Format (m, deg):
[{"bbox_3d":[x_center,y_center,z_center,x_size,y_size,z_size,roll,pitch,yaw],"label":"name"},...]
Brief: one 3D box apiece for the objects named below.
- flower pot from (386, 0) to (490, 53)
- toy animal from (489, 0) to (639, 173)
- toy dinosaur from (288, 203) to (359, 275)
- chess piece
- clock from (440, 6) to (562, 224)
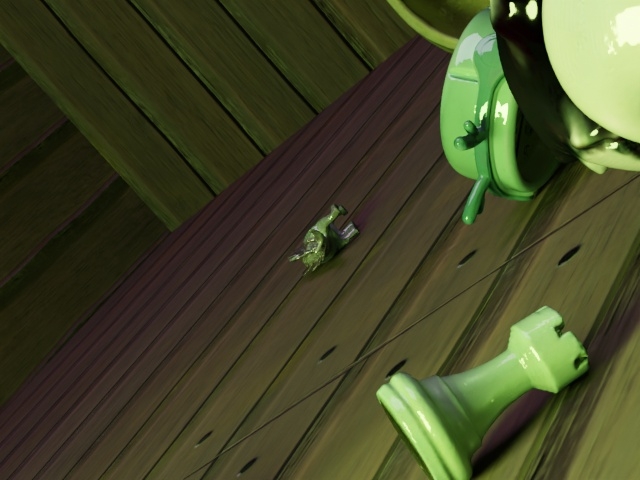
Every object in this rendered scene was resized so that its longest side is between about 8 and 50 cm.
[{"bbox_3d":[0.219,-0.329,1.832,0.307,0.307,0.244,-38,-12,29],"label":"flower pot"},{"bbox_3d":[0.210,-0.125,0.973,0.212,0.212,0.267,-42,10,-5],"label":"toy animal"},{"bbox_3d":[0.002,0.002,1.905,0.082,0.039,0.209,-45,-4,3],"label":"toy dinosaur"},{"bbox_3d":[0.088,0.079,0.938,0.103,0.067,0.067,-32,6,-5],"label":"chess piece"},{"bbox_3d":[0.146,-0.110,1.383,0.066,0.159,0.211,14,45,26],"label":"clock"}]
